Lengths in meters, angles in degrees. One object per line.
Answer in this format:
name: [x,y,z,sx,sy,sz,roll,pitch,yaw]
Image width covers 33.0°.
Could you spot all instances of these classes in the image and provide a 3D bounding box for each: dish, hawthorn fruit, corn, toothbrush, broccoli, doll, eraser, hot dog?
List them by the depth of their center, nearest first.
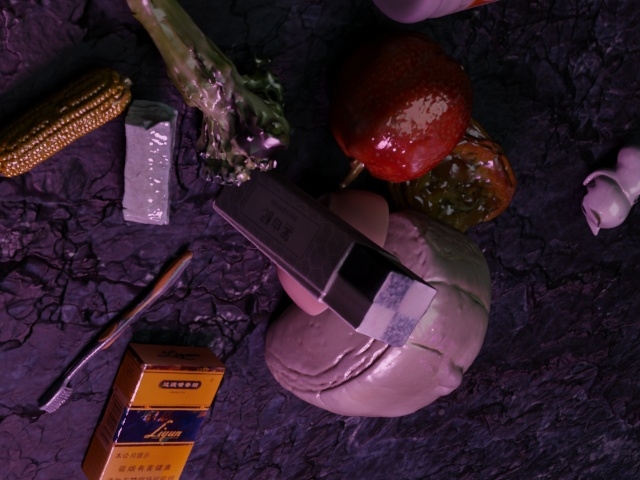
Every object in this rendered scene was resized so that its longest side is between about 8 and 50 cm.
corn: [-0.328,-0.152,1.359,0.207,0.068,0.068,-33,133,-11]
broccoli: [-0.156,-0.218,1.412,0.145,0.165,0.304,-23,122,17]
eraser: [-0.008,0.005,1.466,0.098,0.404,0.096,25,98,-39]
hawthorn fruit: [0.103,-0.180,1.584,0.253,0.205,0.205,-48,136,10]
toothbrush: [-0.302,0.133,1.597,0.321,0.023,0.031,-48,142,0]
dish: [0.000,0.000,1.624,0.090,0.213,0.213,31,97,-28]
hot dog: [0.214,-0.094,1.768,0.196,0.122,0.272,-31,135,7]
doll: [0.568,-0.101,2.049,0.181,0.107,0.110,-41,156,0]

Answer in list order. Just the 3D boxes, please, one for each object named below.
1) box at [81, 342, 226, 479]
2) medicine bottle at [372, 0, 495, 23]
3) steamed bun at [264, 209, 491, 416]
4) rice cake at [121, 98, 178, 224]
box: [-0.263,0.278,1.693,0.152,0.070,0.237,9,114,-40]
medicine bottle: [0.224,-0.432,1.498,0.316,0.202,0.202,-20,128,-25]
steamed bun: [0.102,0.149,1.705,0.247,0.236,0.383,16,128,-46]
rice cake: [-0.229,-0.101,1.434,0.069,0.063,0.206,8,136,-2]
